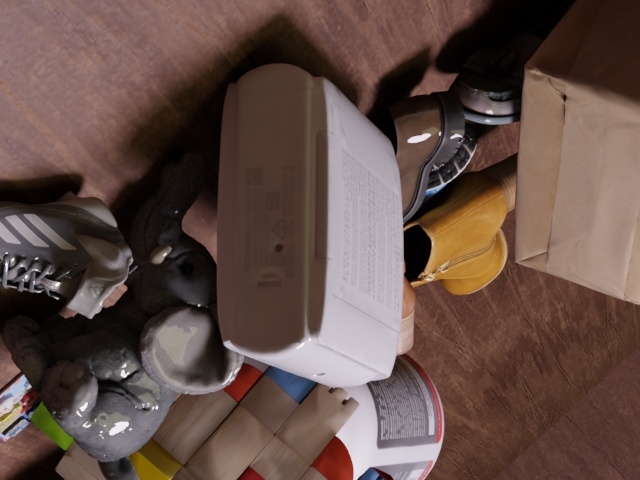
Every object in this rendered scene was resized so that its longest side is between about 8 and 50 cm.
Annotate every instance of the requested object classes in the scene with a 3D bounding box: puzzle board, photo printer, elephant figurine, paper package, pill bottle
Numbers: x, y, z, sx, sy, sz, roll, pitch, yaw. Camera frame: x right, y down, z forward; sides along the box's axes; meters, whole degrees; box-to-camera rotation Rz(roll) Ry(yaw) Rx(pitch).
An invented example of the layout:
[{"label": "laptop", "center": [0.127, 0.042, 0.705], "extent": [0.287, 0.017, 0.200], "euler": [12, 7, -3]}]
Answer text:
[{"label": "puzzle board", "center": [-0.274, 0.144, 1.701], "extent": [0.128, 0.011, 0.096], "euler": [-42, 161, -4]}, {"label": "photo printer", "center": [0.000, 0.000, 1.600], "extent": [0.107, 0.256, 0.307], "euler": [-3, 169, 16]}, {"label": "elephant figurine", "center": [-0.145, 0.074, 1.559], "extent": [0.239, 0.169, 0.186], "euler": [-36, 155, -7]}, {"label": "paper package", "center": [0.348, -0.145, 1.851], "extent": [0.325, 0.168, 0.309], "euler": [-51, 154, -34]}, {"label": "pill bottle", "center": [-0.005, 0.221, 2.084], "extent": [0.210, 0.210, 0.363], "euler": [-47, 160, 13]}]

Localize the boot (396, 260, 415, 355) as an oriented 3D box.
[{"label": "boot", "center": [0.038, 0.014, 1.850], "extent": [0.073, 0.197, 0.152], "euler": [-27, 130, -25]}]

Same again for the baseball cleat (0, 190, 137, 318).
[{"label": "baseball cleat", "center": [-0.225, 0.016, 1.377], "extent": [0.206, 0.109, 0.072], "euler": [-17, 153, -47]}]

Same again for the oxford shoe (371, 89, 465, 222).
[{"label": "oxford shoe", "center": [0.068, -0.083, 1.815], "extent": [0.096, 0.083, 0.227], "euler": [-5, 151, -19]}]

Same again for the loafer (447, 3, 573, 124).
[{"label": "loafer", "center": [0.217, -0.195, 1.852], "extent": [0.267, 0.096, 0.084], "euler": [-29, 139, -52]}]

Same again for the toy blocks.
[{"label": "toy blocks", "center": [-0.071, 0.224, 1.780], "extent": [0.261, 0.381, 0.191], "euler": [-47, 178, -37]}]

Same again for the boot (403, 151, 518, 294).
[{"label": "boot", "center": [0.133, 0.014, 2.062], "extent": [0.211, 0.104, 0.295], "euler": [-31, 163, -30]}]

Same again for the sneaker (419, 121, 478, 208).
[{"label": "sneaker", "center": [0.110, -0.075, 1.935], "extent": [0.162, 0.063, 0.073], "euler": [-42, 176, 20]}]
